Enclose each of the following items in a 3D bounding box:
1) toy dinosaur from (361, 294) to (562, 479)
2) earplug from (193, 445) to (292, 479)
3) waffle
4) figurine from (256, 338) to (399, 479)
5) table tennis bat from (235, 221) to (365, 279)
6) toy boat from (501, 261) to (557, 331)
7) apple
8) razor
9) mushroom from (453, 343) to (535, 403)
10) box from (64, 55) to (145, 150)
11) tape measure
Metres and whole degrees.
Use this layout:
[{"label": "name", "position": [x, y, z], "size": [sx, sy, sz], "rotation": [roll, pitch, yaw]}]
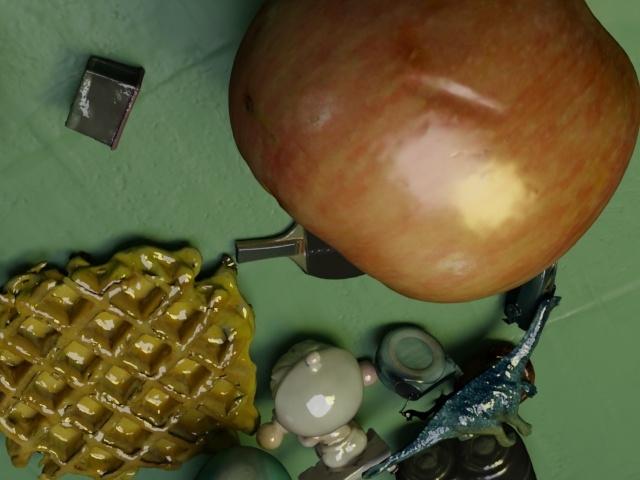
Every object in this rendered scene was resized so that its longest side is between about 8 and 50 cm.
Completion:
[{"label": "toy dinosaur", "position": [0.218, 0.228, 1.326], "size": [0.363, 0.076, 0.147], "rotation": [-41, 125, 3]}, {"label": "earplug", "position": [-0.101, 0.367, 1.285], "size": [0.185, 0.185, 0.324], "rotation": [-5, 152, -8]}, {"label": "waffle", "position": [-0.265, 0.175, 1.258], "size": [0.380, 0.095, 0.382], "rotation": [-10, 124, -3]}, {"label": "figurine", "position": [0.001, 0.241, 1.325], "size": [0.182, 0.144, 0.256], "rotation": [-20, 123, 6]}, {"label": "table tennis bat", "position": [0.000, 0.000, 1.230], "size": [0.221, 0.019, 0.130], "rotation": [-8, 124, -8]}, {"label": "toy boat", "position": [0.292, 0.056, 1.307], "size": [0.060, 0.055, 0.141], "rotation": [-13, 129, -31]}, {"label": "apple", "position": [0.121, -0.130, 0.950], "size": [0.346, 0.391, 0.391], "rotation": [-42, 122, 9]}, {"label": "razor", "position": [0.242, 0.409, 1.502], "size": [0.205, 0.113, 0.349], "rotation": [-17, 134, 7]}, {"label": "mushroom", "position": [0.252, 0.204, 1.404], "size": [0.123, 0.052, 0.123], "rotation": [-6, 119, -10]}, {"label": "box", "position": [-0.236, -0.154, 1.051], "size": [0.063, 0.060, 0.084], "rotation": [22, 118, -16]}, {"label": "tape measure", "position": [0.126, 0.201, 1.366], "size": [0.104, 0.107, 0.179], "rotation": [-34, 153, -17]}]
